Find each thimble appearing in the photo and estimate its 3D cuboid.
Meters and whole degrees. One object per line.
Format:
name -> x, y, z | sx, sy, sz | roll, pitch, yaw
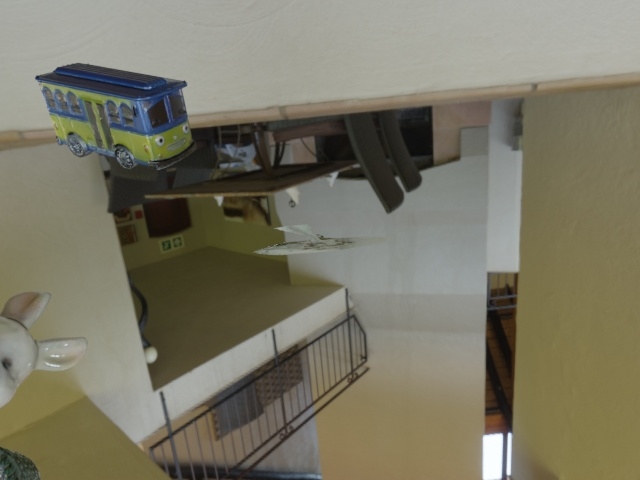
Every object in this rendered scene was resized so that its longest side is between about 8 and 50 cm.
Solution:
thimble -> -0.519, 0.388, 0.637 | 0.135, 0.090, 0.118 | 25, -121, 15

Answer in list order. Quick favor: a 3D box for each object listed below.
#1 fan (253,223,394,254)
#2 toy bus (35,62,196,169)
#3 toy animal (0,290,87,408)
fan -> 0.000, -0.001, 0.608 | 0.233, 0.012, 0.414 | -7, 174, 4
toy bus -> -0.420, -0.263, 0.865 | 0.288, 0.175, 0.138 | 16, -143, 18
toy animal -> -0.647, 0.240, 0.755 | 0.368, 0.196, 0.241 | -37, -178, -37
